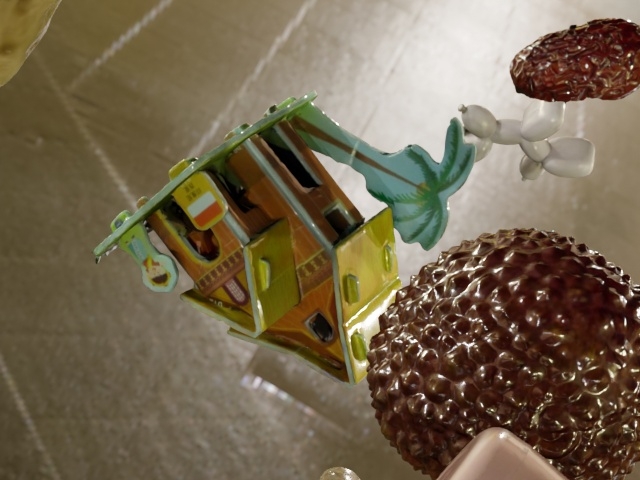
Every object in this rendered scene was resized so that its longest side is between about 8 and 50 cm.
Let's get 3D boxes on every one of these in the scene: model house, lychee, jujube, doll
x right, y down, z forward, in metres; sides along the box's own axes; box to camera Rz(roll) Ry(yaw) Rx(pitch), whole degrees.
[{"bbox_3d":[0.000,0.000,1.661,0.323,0.340,0.300,52,34,-1],"label":"model house"},{"bbox_3d":[0.193,0.122,1.389,0.304,0.275,0.275,-12,41,-16],"label":"lychee"},{"bbox_3d":[0.302,-0.202,1.672,0.166,0.104,0.104,-16,34,0],"label":"jujube"},{"bbox_3d":[0.248,-0.128,1.835,0.161,0.160,0.059,46,45,-40],"label":"doll"}]

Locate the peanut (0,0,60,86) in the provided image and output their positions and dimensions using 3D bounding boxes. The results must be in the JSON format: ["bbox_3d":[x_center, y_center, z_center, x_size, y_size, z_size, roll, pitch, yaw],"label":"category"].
[{"bbox_3d":[-0.301,-0.286,1.342,0.170,0.387,0.192,19,40,-29],"label":"peanut"}]

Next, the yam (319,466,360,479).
[{"bbox_3d":[0.009,0.156,0.718,0.032,0.032,0.145,26,18,-7],"label":"yam"}]

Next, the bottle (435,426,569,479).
[{"bbox_3d":[0.169,0.286,0.971,0.297,0.206,0.173,38,38,5],"label":"bottle"}]
